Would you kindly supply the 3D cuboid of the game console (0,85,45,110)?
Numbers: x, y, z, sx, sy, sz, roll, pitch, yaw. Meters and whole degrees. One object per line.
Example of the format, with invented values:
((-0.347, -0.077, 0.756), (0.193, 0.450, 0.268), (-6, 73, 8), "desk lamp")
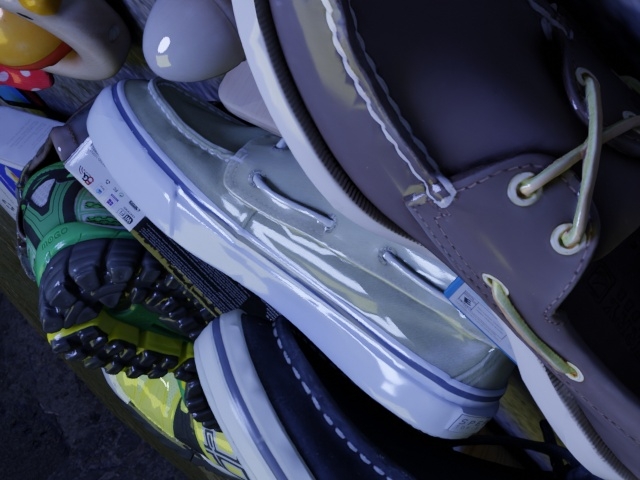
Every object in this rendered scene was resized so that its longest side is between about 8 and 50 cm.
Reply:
((-0.338, -0.146, 1.690), (0.144, 0.124, 0.085), (14, 121, 66), "game console")

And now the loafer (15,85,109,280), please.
((-0.201, -0.036, 1.398), (0.096, 0.084, 0.267), (60, 147, 12), "loafer")

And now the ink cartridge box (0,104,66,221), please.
((-0.174, -0.018, 1.572), (0.371, 0.069, 0.176), (21, 155, 52), "ink cartridge box")

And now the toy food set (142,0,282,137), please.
((-0.056, -0.147, 0.749), (0.220, 0.092, 0.306), (28, 160, 53), "toy food set")

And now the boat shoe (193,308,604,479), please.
((0.133, 0.194, 1.083), (0.500, 0.156, 0.187), (41, -170, -11), "boat shoe")

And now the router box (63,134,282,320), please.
((-0.076, -0.016, 1.222), (0.179, 0.046, 0.133), (45, -162, -3), "router box")

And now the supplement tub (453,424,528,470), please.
((0.085, 0.200, 1.317), (0.200, 0.144, 0.144), (47, 167, -12), "supplement tub")

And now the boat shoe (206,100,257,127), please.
((0.000, 0.000, 1.147), (0.233, 0.084, 0.079), (51, 129, -1), "boat shoe")

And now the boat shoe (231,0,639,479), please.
((0.091, -0.014, 0.680), (0.097, 0.116, 0.324), (10, 145, 53), "boat shoe")

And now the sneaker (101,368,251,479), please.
((-0.027, 0.155, 1.603), (0.384, 0.145, 0.147), (32, 157, 10), "sneaker")

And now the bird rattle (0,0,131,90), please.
((-0.223, -0.150, 1.220), (0.207, 0.143, 0.253), (20, 161, 25), "bird rattle")

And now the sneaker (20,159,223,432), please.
((-0.083, 0.034, 1.337), (0.343, 0.134, 0.146), (36, -153, -51), "sneaker")

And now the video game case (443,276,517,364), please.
((0.129, 0.036, 0.868), (0.119, 0.015, 0.166), (44, 156, 4), "video game case")

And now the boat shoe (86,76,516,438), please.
((-0.003, -0.013, 1.035), (0.302, 0.094, 0.109), (38, -161, 19), "boat shoe")
